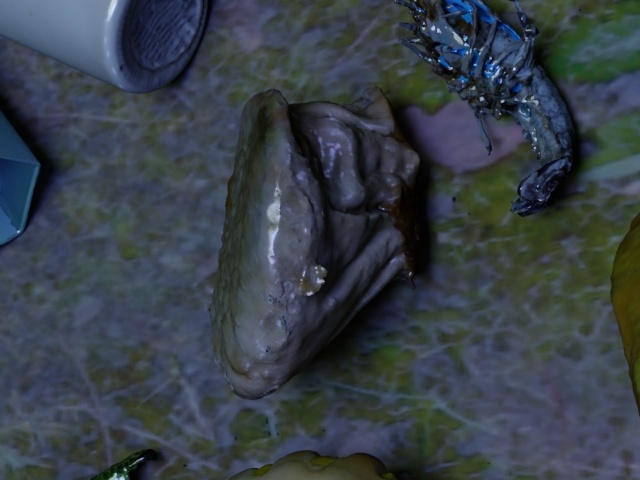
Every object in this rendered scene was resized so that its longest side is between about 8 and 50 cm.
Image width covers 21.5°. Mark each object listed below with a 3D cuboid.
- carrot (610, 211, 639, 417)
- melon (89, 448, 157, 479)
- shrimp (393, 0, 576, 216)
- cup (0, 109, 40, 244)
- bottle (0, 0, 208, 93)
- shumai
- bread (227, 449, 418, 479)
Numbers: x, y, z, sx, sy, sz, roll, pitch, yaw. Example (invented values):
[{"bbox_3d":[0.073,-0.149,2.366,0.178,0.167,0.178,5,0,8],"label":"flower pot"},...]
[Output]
[{"bbox_3d":[0.297,0.029,0.777,0.340,0.241,0.242,-35,70,25],"label":"carrot"},{"bbox_3d":[-0.169,0.259,1.146,0.114,0.053,0.262,23,98,22],"label":"melon"},{"bbox_3d":[0.103,-0.096,1.013,0.174,0.076,0.082,60,155,15],"label":"shrimp"},{"bbox_3d":[-0.308,-0.102,1.214,0.134,0.148,0.236,-42,59,20],"label":"cup"},{"bbox_3d":[-0.199,-0.187,1.164,0.245,0.104,0.104,24,99,29],"label":"bottle"},{"bbox_3d":[0.000,0.000,1.027,0.120,0.201,0.201,5,89,-11],"label":"shumai"},{"bbox_3d":[0.005,0.224,1.011,0.213,0.104,0.213,-4,83,34],"label":"bread"}]
